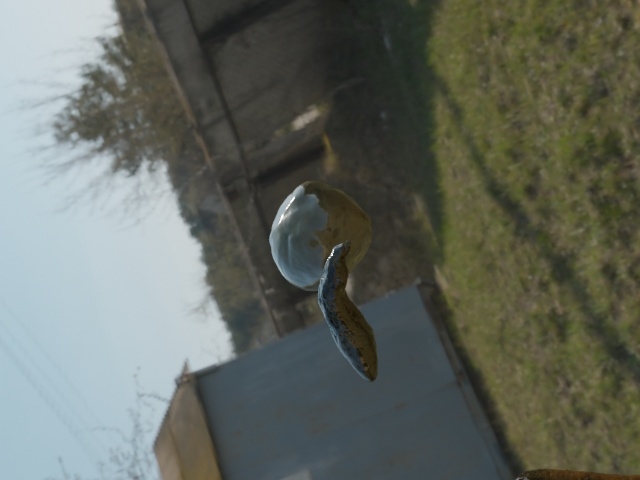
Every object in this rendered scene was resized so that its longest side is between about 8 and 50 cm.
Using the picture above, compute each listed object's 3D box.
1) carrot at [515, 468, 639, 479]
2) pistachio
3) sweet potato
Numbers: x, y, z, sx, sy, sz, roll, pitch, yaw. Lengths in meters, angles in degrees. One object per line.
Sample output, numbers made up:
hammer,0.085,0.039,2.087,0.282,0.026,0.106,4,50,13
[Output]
carrot,0.288,0.264,0.963,0.060,0.186,0.060,-1,-90,-74
pistachio,0.000,0.000,1.272,0.226,0.136,0.136,90,160,-68
sweet potato,0.024,0.069,0.870,0.038,0.041,0.153,-116,9,-62
